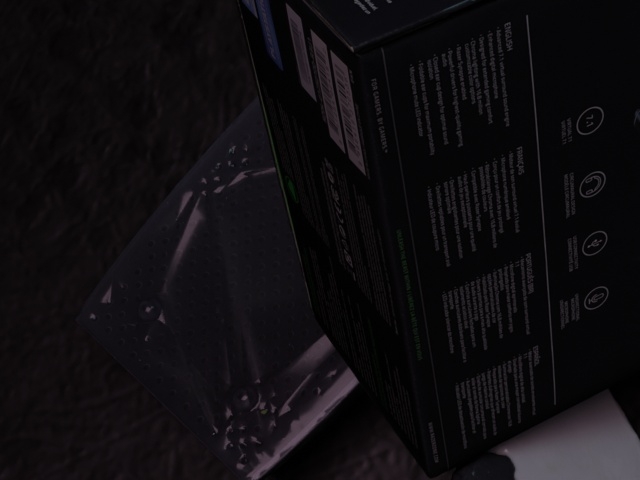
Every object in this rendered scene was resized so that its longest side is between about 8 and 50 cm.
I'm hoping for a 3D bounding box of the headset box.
[{"bbox_3d":[0.127,-0.069,0.619,0.283,0.246,0.131,-25,44,-12],"label":"headset box"}]

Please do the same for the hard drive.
[{"bbox_3d":[0.000,0.000,0.792,0.172,0.054,0.255,39,85,28],"label":"hard drive"}]

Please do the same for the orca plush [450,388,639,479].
[{"bbox_3d":[0.125,0.183,0.676,0.151,0.102,0.287,-14,66,-37],"label":"orca plush"}]
